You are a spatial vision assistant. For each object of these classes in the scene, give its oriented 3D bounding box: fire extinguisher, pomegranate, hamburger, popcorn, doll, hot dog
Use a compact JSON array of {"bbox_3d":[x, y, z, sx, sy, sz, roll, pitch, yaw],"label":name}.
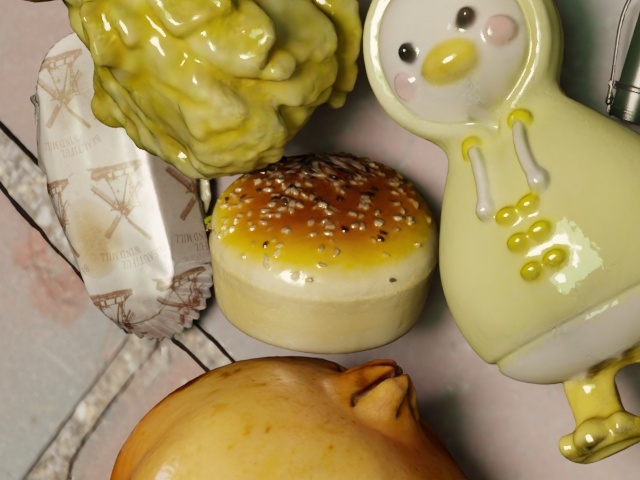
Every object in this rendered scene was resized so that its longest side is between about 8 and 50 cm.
[{"bbox_3d":[0.171,-0.103,0.979,0.038,0.025,0.083,20,100,18],"label":"fire extinguisher"},{"bbox_3d":[-0.015,0.162,0.982,0.209,0.209,0.209,1,93,26],"label":"pomegranate"},{"bbox_3d":[0.000,0.000,1.016,0.127,0.141,0.081,2,114,-3],"label":"hamburger"},{"bbox_3d":[-0.079,-0.124,0.993,0.173,0.168,0.195,-34,116,6],"label":"popcorn"},{"bbox_3d":[0.102,-0.034,0.953,0.141,0.117,0.296,-32,86,27],"label":"doll"},{"bbox_3d":[-0.116,-0.034,1.109,0.099,0.053,0.192,-20,87,26],"label":"hot dog"}]
